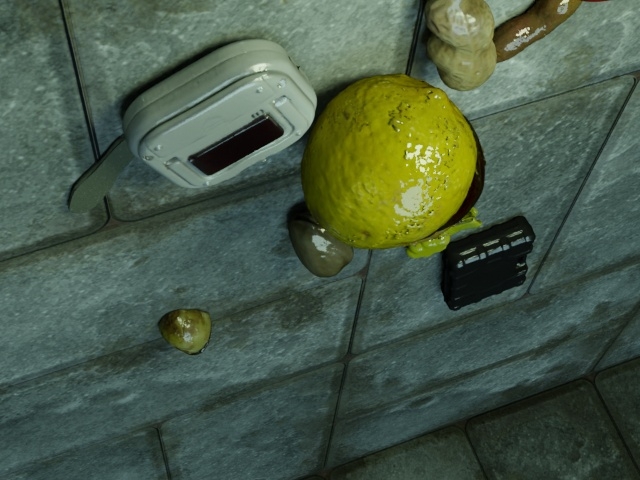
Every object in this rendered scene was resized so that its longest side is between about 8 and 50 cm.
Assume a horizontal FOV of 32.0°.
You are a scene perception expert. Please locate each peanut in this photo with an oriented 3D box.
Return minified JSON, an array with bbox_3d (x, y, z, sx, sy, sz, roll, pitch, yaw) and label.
[{"bbox_3d":[0.207,-0.297,1.648,0.104,0.086,0.228,-3,156,8],"label":"peanut"}]

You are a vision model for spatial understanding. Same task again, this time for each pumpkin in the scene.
[{"bbox_3d":[0.232,-0.081,1.883,0.149,0.130,0.254,26,92,-29],"label":"pumpkin"}]

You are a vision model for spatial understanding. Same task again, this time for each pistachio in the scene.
[{"bbox_3d":[0.000,0.000,2.054,0.108,0.126,0.185,-62,159,-19],"label":"pistachio"}]

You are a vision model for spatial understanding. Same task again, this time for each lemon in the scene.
[{"bbox_3d":[0.099,-0.114,1.715,0.258,0.258,0.310,-3,150,-37],"label":"lemon"}]

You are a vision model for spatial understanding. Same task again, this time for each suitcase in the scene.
[{"bbox_3d":[0.374,0.057,2.523,0.206,0.066,0.285,-21,156,-5],"label":"suitcase"}]

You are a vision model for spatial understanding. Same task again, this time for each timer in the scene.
[{"bbox_3d":[-0.137,-0.173,1.597,0.262,0.087,0.237,-28,155,10],"label":"timer"}]

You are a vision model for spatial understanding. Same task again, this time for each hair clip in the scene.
[{"bbox_3d":[0.252,-0.010,2.310,0.173,0.046,0.072,-32,150,22],"label":"hair clip"}]

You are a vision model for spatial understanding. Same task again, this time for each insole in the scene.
[{"bbox_3d":[-0.327,-0.098,1.676,0.063,0.010,0.192,2,145,-44],"label":"insole"}]

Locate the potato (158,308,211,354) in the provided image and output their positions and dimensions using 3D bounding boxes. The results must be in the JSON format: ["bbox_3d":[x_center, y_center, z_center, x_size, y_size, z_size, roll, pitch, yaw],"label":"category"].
[{"bbox_3d":[-0.274,0.185,2.226,0.096,0.066,0.103,-37,150,21],"label":"potato"}]

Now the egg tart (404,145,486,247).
[{"bbox_3d":[0.180,-0.075,2.036,0.294,0.116,0.295,-17,154,-9],"label":"egg tart"}]

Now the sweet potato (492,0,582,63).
[{"bbox_3d":[0.320,-0.328,1.725,0.218,0.051,0.065,-35,156,26],"label":"sweet potato"}]
